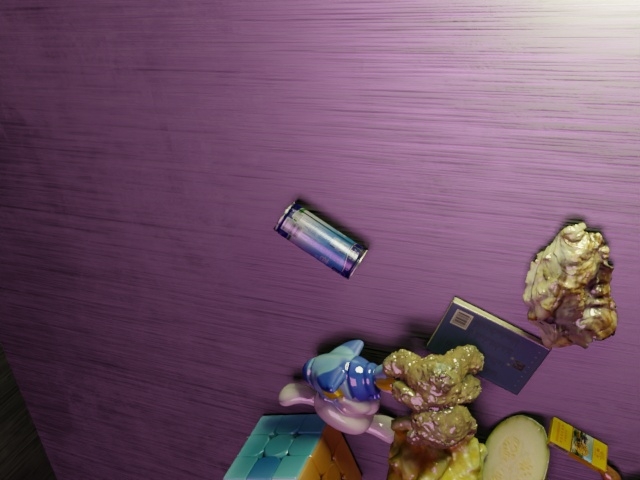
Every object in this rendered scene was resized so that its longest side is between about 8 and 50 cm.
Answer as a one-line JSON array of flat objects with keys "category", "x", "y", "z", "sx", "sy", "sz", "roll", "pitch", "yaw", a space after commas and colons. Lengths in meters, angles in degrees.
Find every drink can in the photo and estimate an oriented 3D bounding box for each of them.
[{"category": "drink can", "x": 0.000, "y": 0.000, "z": 1.614, "sx": 0.235, "sy": 0.097, "sz": 0.097, "roll": 33, "pitch": 127, "yaw": 3}]

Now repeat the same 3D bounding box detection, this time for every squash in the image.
[{"category": "squash", "x": 0.518, "y": 0.624, "z": 1.688, "sx": 0.190, "sy": 0.189, "sz": 0.260, "roll": 6, "pitch": 125, "yaw": 22}]

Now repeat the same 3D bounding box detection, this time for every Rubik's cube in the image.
[{"category": "Rubik's cube", "x": -0.080, "y": 0.759, "z": 1.982, "sx": 0.291, "sy": 0.291, "sz": 0.291, "roll": -11, "pitch": 113, "yaw": 31}]

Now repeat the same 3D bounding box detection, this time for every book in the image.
[{"category": "book", "x": 0.433, "y": 0.278, "z": 1.621, "sx": 0.270, "sy": 0.025, "sz": 0.190, "roll": 26, "pitch": 127, "yaw": 9}]

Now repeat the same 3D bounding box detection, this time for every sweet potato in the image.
[{"category": "sweet potato", "x": 0.792, "y": 0.680, "z": 1.673, "sx": 0.058, "sy": 0.055, "sz": 0.202, "roll": -30, "pitch": 105, "yaw": -8}]

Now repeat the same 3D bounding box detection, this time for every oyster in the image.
[{"category": "oyster", "x": 0.565, "y": 0.127, "z": 1.420, "sx": 0.201, "sy": 0.107, "sz": 0.354, "roll": -5, "pitch": 116, "yaw": 23}]

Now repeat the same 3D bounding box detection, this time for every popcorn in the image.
[{"category": "popcorn", "x": 0.322, "y": 0.631, "z": 1.729, "sx": 0.275, "sy": 0.335, "sz": 0.279, "roll": 6, "pitch": 153, "yaw": 8}]

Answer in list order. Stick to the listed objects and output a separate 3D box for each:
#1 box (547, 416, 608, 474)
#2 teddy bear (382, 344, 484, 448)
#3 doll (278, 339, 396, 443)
[{"category": "box", "x": 0.672, "y": 0.534, "z": 1.621, "sx": 0.155, "sy": 0.087, "sz": 0.023, "roll": 28, "pitch": 128, "yaw": 8}, {"category": "teddy bear", "x": 0.303, "y": 0.408, "z": 1.588, "sx": 0.267, "sy": 0.156, "sz": 0.255, "roll": -7, "pitch": 105, "yaw": 1}, {"category": "doll", "x": 0.078, "y": 0.425, "z": 1.796, "sx": 0.377, "sy": 0.187, "sz": 0.365, "roll": 6, "pitch": 133, "yaw": -6}]
